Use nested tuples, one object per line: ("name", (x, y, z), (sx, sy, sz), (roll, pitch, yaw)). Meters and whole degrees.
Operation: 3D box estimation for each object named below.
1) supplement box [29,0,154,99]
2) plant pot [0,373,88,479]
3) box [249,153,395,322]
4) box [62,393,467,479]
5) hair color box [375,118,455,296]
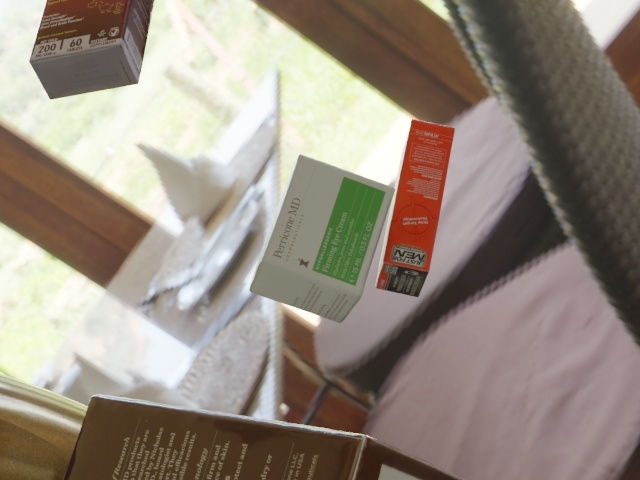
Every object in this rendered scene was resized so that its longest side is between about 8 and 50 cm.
("supplement box", (-0.300, -0.303, 1.599), (0.130, 0.073, 0.239), (-9, 47, 11))
("plant pot", (-0.280, 0.283, 1.317), (0.237, 0.254, 0.237), (-168, 90, -87))
("box", (0.000, 0.000, 0.986), (0.102, 0.087, 0.101), (116, 173, -71))
("box", (-0.055, 0.245, 1.090), (0.381, 0.191, 0.143), (1, 68, 47))
("hair color box", (0.084, -0.029, 1.062), (0.072, 0.043, 0.141), (99, -178, -68))
